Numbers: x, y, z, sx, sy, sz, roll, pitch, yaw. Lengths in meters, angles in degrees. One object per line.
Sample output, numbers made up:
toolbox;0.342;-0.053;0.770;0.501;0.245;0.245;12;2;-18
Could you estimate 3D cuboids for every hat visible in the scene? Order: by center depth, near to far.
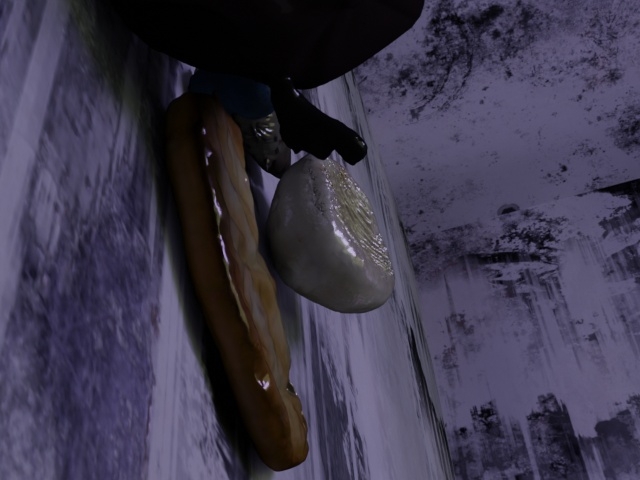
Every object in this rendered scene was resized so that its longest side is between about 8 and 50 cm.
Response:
hat;0.019;-0.195;0.758;0.209;0.238;0.336;41;22;22

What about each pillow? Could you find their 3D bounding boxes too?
pillow;-0.072;-0.148;1.018;0.093;0.051;0.241;-93;168;-55

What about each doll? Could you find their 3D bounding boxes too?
doll;-0.072;-0.128;0.881;0.050;0.083;0.076;20;58;-74

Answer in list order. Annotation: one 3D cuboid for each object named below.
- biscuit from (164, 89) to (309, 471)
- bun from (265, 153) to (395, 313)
biscuit;-0.063;0.033;0.774;0.154;0.045;0.299;10;66;-82
bun;0.000;0.000;1.051;0.183;0.102;0.183;56;19;-31
